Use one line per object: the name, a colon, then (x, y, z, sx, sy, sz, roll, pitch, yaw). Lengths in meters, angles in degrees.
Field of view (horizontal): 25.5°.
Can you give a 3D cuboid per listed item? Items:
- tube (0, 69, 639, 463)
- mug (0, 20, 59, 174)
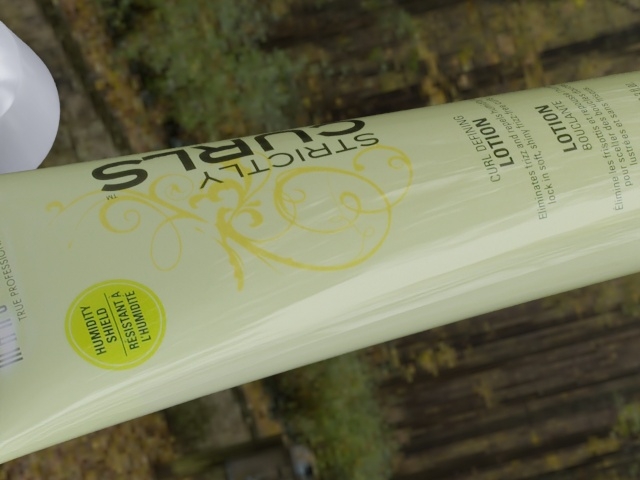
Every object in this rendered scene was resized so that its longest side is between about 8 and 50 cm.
tube: (0.000, 0.000, 0.393, 0.070, 0.240, 0.062, -161, -119, -66)
mug: (-0.129, -0.047, 0.480, 0.062, 0.078, 0.064, 55, -10, 5)
